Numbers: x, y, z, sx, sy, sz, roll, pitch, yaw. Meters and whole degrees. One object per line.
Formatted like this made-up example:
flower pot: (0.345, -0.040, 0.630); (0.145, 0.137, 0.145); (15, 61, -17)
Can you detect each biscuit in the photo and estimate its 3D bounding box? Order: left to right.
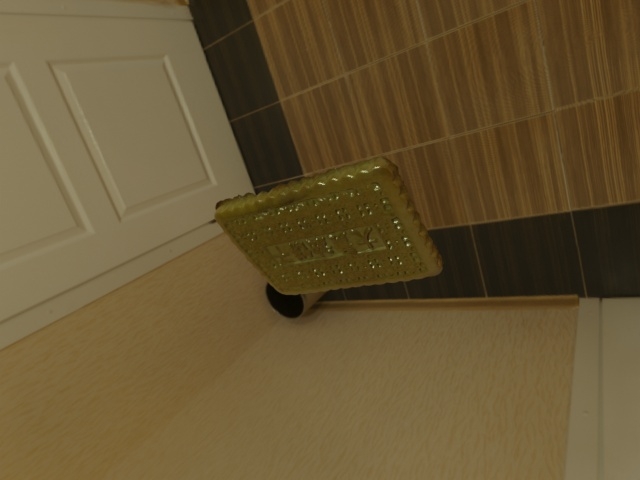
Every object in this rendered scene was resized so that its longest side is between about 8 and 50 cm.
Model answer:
biscuit: (0.000, 0.000, 0.506); (0.255, 0.029, 0.172); (-11, 130, 33)
